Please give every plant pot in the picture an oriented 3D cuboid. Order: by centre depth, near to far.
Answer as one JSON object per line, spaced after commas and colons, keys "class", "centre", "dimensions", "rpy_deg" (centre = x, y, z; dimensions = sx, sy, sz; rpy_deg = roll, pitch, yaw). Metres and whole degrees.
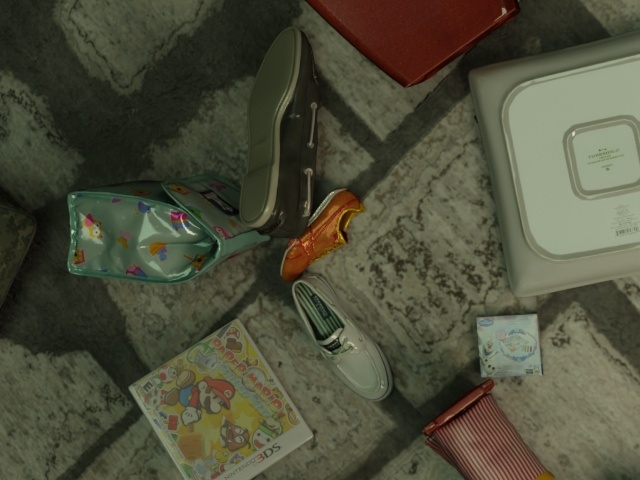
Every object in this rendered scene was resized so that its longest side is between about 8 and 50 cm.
{"class": "plant pot", "centre": [0.137, -0.362, 1.416], "dimensions": [0.267, 0.267, 0.236], "rpy_deg": [-35, 91, 17]}

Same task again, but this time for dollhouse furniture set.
{"class": "dollhouse furniture set", "centre": [0.145, 0.387, 1.413], "dimensions": [0.374, 0.152, 0.201], "rpy_deg": [-38, 79, -3]}

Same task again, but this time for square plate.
{"class": "square plate", "centre": [0.403, -0.114, 1.418], "dimensions": [0.347, 0.049, 0.344], "rpy_deg": [-11, 88, 18]}

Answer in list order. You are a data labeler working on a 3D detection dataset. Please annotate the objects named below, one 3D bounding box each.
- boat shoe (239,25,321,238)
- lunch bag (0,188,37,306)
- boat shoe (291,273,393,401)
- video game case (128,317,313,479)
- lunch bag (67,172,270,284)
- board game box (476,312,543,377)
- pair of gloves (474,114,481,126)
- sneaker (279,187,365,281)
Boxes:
{"class": "boat shoe", "centre": [-0.051, -0.161, 1.559], "dimensions": [0.112, 0.095, 0.335], "rpy_deg": [-11, 64, 47]}
{"class": "lunch bag", "centre": [-0.663, 0.008, 1.729], "dimensions": [0.256, 0.212, 0.305], "rpy_deg": [30, 98, 34]}
{"class": "boat shoe", "centre": [0.023, 0.153, 1.551], "dimensions": [0.083, 0.076, 0.226], "rpy_deg": [-42, 78, 16]}
{"class": "video game case", "centre": [-0.157, 0.270, 1.598], "dimensions": [0.206, 0.026, 0.227], "rpy_deg": [-32, 79, -10]}
{"class": "lunch bag", "centre": [-0.222, -0.019, 1.559], "dimensions": [0.262, 0.223, 0.160], "rpy_deg": [3, 98, 19]}
{"class": "board game box", "centre": [0.277, 0.154, 1.488], "dimensions": [0.090, 0.020, 0.090], "rpy_deg": [-5, 90, 20]}
{"class": "pair of gloves", "centre": [0.267, -0.200, 1.491], "dimensions": [0.074, 0.010, 0.083], "rpy_deg": [11, 97, 17]}
{"class": "sneaker", "centre": [0.000, 0.000, 1.562], "dimensions": [0.067, 0.064, 0.175], "rpy_deg": [42, 104, 18]}
